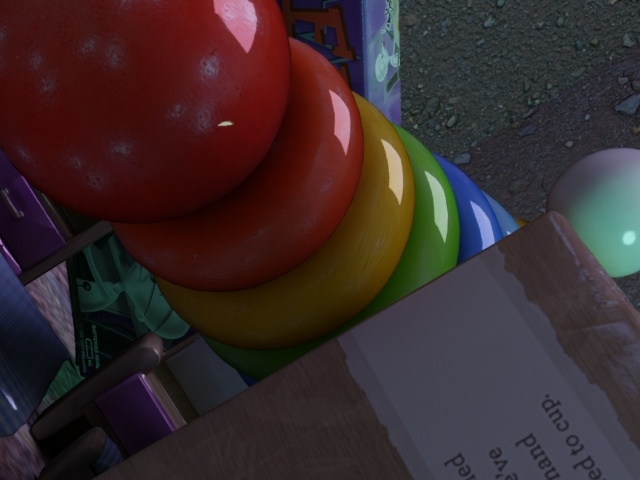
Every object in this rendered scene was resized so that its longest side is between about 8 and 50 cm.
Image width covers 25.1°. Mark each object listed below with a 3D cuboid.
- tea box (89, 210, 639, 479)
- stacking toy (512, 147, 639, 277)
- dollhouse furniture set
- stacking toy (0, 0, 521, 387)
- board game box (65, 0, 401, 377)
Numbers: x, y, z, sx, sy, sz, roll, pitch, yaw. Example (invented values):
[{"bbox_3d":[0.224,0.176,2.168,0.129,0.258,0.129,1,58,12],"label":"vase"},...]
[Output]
[{"bbox_3d":[0.095,0.234,0.468,0.329,0.220,0.323,59,0,39],"label":"tea box"},{"bbox_3d":[0.140,0.090,1.342,0.350,0.480,0.350,43,2,-2],"label":"stacking toy"},{"bbox_3d":[-0.081,-0.019,0.560,0.286,0.198,0.303,58,-2,-5],"label":"dollhouse furniture set"},{"bbox_3d":[0.000,0.000,0.508,0.141,0.141,0.330,57,6,32],"label":"stacking toy"},{"bbox_3d":[-0.056,-0.064,0.778,0.056,0.208,0.347,-43,136,-56],"label":"board game box"}]
